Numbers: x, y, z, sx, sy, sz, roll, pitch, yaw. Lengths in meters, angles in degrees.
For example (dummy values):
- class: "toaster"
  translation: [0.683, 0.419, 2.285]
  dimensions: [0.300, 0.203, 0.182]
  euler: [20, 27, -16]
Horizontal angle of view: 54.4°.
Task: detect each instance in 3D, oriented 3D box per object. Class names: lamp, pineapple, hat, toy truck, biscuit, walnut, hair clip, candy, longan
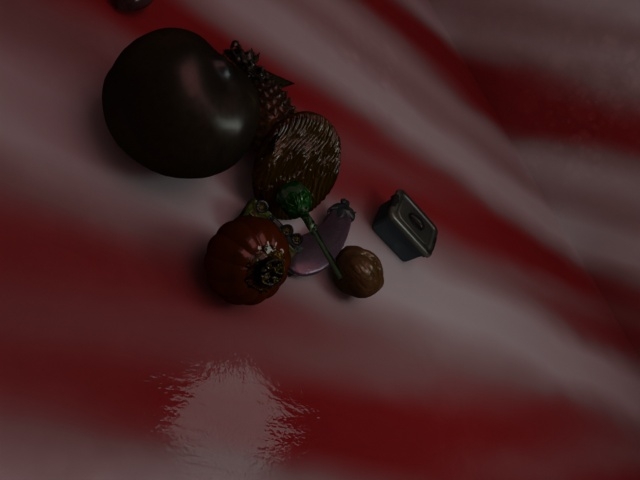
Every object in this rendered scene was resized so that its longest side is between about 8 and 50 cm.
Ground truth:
- class: "lamp"
  translation: [-0.173, 0.049, 1.503]
  dimensions: [0.223, 0.196, 0.223]
  euler: [-17, 116, -39]
- class: "pineapple"
  translation: [-0.178, -0.420, 1.789]
  dimensions: [0.175, 0.175, 0.361]
  euler: [-6, 67, -49]
- class: "hat"
  translation: [-0.160, -0.496, 1.968]
  dimensions: [0.146, 0.067, 0.146]
  euler: [23, 12, -5]
- class: "toy truck"
  translation: [-0.142, -0.014, 1.655]
  dimensions: [0.191, 0.085, 0.116]
  euler: [43, 77, -15]
- class: "biscuit"
  translation: [-0.060, -0.204, 1.746]
  dimensions: [0.318, 0.318, 0.040]
  euler: [2, 22, -47]
- class: "walnut"
  translation: [0.109, 0.094, 1.831]
  dimensions: [0.166, 0.149, 0.166]
  euler: [53, 8, -11]
- class: "hair clip"
  translation: [0.002, 0.001, 1.817]
  dimensions: [0.358, 0.096, 0.110]
  euler: [-47, 121, -47]
- class: "candy"
  translation: [-0.018, -0.027, 1.632]
  dimensions: [0.097, 0.097, 0.323]
  euler: [2, 49, -47]
- class: "longan"
  translation: [-0.319, -0.316, 1.468]
  dimensions: [0.361, 0.361, 0.361]
  euler: [26, 50, -35]

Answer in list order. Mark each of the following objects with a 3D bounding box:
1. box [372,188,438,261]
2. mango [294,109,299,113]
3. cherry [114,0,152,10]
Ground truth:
- class: "box"
  translation: [0.291, -0.046, 2.120]
  dimensions: [0.227, 0.130, 0.162]
  euler: [44, 42, -18]
- class: "mango"
  translation: [-0.078, -0.314, 1.915]
  dimensions: [0.195, 0.098, 0.137]
  euler: [61, 35, -10]
- class: "cherry"
  translation: [-0.500, -0.671, 1.678]
  dimensions: [0.106, 0.087, 0.126]
  euler: [23, 49, -32]
